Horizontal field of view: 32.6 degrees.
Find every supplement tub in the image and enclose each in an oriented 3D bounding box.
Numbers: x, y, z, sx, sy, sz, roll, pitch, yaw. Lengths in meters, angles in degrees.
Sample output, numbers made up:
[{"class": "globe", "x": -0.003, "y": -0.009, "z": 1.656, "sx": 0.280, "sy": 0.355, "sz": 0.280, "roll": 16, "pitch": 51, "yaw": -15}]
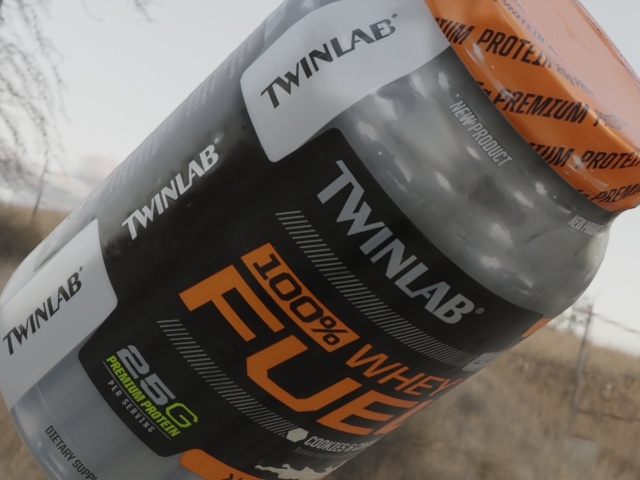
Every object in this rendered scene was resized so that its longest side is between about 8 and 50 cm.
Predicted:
[{"class": "supplement tub", "x": 0.000, "y": 0.000, "z": 0.540, "sx": 0.193, "sy": 0.193, "sz": 0.316, "roll": 23, "pitch": -53, "yaw": -41}]
